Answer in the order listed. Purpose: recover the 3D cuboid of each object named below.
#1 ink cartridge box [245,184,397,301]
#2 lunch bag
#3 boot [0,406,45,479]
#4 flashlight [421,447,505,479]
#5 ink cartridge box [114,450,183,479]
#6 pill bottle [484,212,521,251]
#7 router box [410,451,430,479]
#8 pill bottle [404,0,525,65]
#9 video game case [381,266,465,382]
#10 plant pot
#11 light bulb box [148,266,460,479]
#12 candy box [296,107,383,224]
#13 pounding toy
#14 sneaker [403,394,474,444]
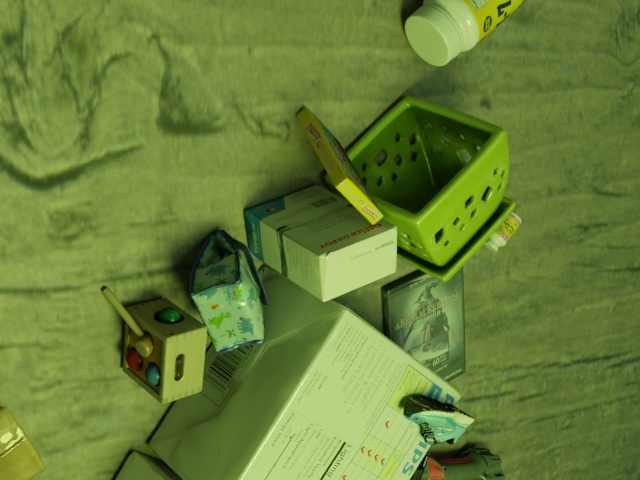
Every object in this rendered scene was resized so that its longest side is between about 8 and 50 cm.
[{"bbox_3d":[0.000,0.000,1.371,0.148,0.203,0.085,-21,124,-31],"label":"ink cartridge box"},{"bbox_3d":[-0.137,0.073,1.341,0.096,0.151,0.128,-15,123,2],"label":"lunch bag"},{"bbox_3d":[-0.529,0.301,1.156,0.269,0.089,0.236,-33,136,-24],"label":"boot"},{"bbox_3d":[0.256,0.478,1.850,0.304,0.103,0.103,8,69,-45],"label":"flashlight"},{"bbox_3d":[-0.185,0.466,1.411,0.283,0.207,0.117,37,82,-41],"label":"ink cartridge box"},{"bbox_3d":[0.363,-0.018,1.765,0.083,0.043,0.043,-52,131,-10],"label":"pill bottle"},{"bbox_3d":[0.126,0.462,1.708,0.046,0.133,0.178,13,100,-41],"label":"router box"},{"bbox_3d":[0.246,-0.391,1.471,0.208,0.119,0.119,-42,129,-17],"label":"pill bottle"},{"bbox_3d":[0.207,0.181,1.734,0.196,0.026,0.274,-22,121,-31],"label":"video game case"},{"bbox_3d":[0.180,-0.076,1.482,0.227,0.228,0.207,-45,137,-16],"label":"plant pot"},{"bbox_3d":[-0.015,0.296,1.466,0.361,0.225,0.358,39,81,-42],"label":"light bulb box"},{"bbox_3d":[0.028,-0.117,1.355,0.027,0.206,0.105,-40,132,12],"label":"candy box"},{"bbox_3d":[-0.247,0.147,1.297,0.100,0.130,0.141,-13,120,-42],"label":"pounding toy"},{"bbox_3d":[0.190,0.303,1.445,0.162,0.063,0.073,26,90,-42],"label":"sneaker"}]
